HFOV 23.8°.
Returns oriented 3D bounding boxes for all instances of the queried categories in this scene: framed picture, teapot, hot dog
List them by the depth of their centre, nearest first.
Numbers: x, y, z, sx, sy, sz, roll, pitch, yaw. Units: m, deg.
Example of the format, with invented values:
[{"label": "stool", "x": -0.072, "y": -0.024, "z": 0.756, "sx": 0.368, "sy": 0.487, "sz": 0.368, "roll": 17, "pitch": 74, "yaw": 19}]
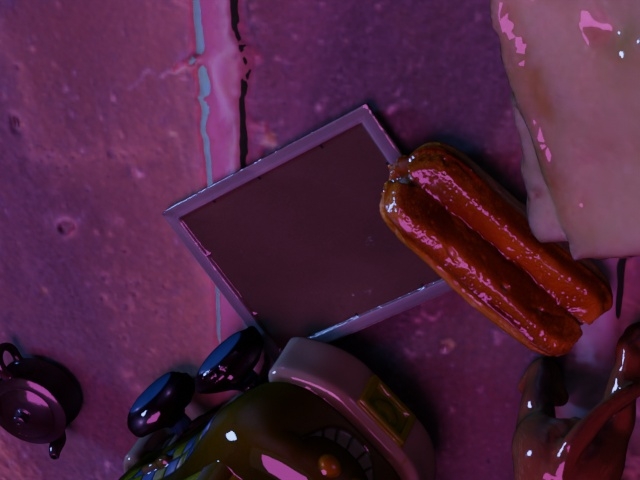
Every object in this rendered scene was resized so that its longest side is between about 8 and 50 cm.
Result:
[{"label": "hot dog", "x": 0.107, "y": 0.005, "z": 0.951, "sx": 0.165, "sy": 0.045, "sz": 0.071, "roll": 40, "pitch": 96, "yaw": -6}, {"label": "framed picture", "x": 0.000, "y": 0.000, "z": 1.021, "sx": 0.183, "sy": 0.011, "sz": 0.142, "roll": -26, "pitch": 109, "yaw": 32}, {"label": "teapot", "x": -0.223, "y": 0.123, "z": 1.161, "sx": 0.068, "sy": 0.045, "sz": 0.100, "roll": -17, "pitch": 115, "yaw": 27}]

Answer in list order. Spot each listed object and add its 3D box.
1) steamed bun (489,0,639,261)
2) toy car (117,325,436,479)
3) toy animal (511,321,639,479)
[{"label": "steamed bun", "x": 0.224, "y": -0.189, "z": 0.738, "sx": 0.247, "sy": 0.189, "sz": 0.428, "roll": 23, "pitch": 131, "yaw": 43}, {"label": "toy car", "x": -0.055, "y": 0.201, "z": 1.048, "sx": 0.204, "sy": 0.198, "sz": 0.248, "roll": 47, "pitch": 130, "yaw": -11}, {"label": "toy animal", "x": 0.158, "y": 0.186, "z": 0.990, "sx": 0.097, "sy": 0.157, "sz": 0.312, "roll": 12, "pitch": 125, "yaw": 12}]
